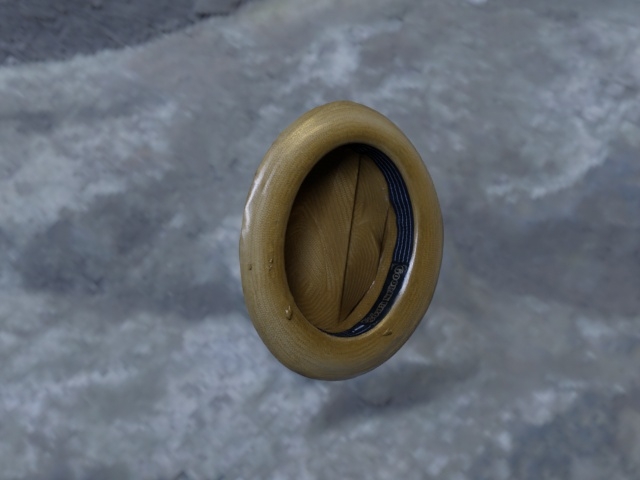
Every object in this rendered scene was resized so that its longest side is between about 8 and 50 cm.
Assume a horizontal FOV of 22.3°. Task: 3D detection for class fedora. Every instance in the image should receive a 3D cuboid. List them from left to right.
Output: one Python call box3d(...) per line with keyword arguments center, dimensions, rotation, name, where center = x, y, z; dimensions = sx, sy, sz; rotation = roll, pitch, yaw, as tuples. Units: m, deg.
box3d(center=(0.000, 0.000, 1.140), dimensions=(0.194, 0.079, 0.194), rotation=(-2, 94, -39), name="fedora")
